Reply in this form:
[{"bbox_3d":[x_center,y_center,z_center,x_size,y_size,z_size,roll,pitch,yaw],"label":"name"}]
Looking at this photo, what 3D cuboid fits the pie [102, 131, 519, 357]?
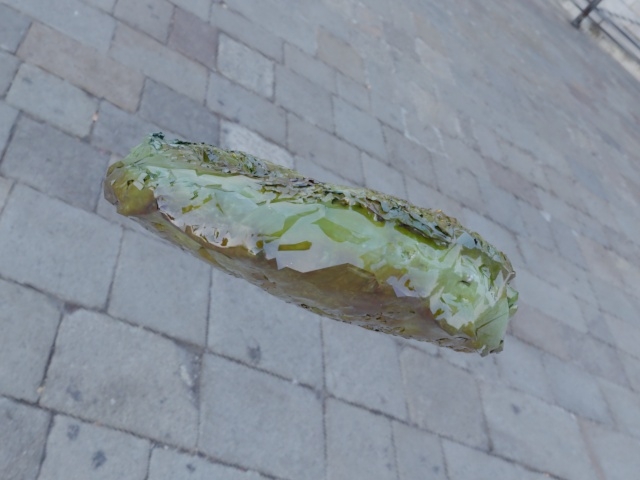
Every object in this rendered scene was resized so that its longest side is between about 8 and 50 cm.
[{"bbox_3d":[0.000,0.000,0.589,0.355,0.102,0.288,22,1,-39],"label":"pie"}]
